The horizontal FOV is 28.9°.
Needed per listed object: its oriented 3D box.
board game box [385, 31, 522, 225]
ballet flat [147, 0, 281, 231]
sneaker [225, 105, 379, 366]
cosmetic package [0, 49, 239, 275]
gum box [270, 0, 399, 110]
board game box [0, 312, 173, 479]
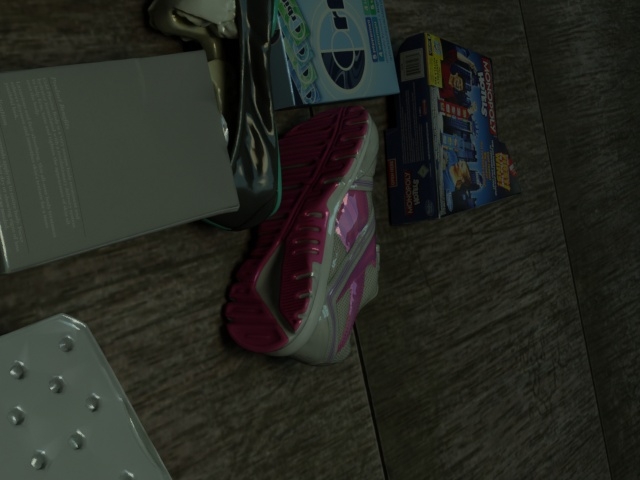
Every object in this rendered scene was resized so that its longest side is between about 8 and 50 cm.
[{"bbox_3d":[0.144,-0.105,1.332,0.194,0.060,0.194,9,76,-55],"label":"board game box"},{"bbox_3d":[-0.083,-0.148,0.998,0.096,0.095,0.280,-1,84,-43],"label":"ballet flat"},{"bbox_3d":[0.000,0.000,1.084,0.111,0.103,0.252,44,56,-46],"label":"sneaker"},{"bbox_3d":[-0.170,-0.054,0.845,0.238,0.107,0.127,-17,97,-57],"label":"cosmetic package"},{"bbox_3d":[-0.001,-0.205,1.164,0.184,0.041,0.157,-15,96,-54],"label":"gum box"},{"bbox_3d":[-0.193,0.270,0.655,0.390,0.050,0.390,-23,82,-49],"label":"board game box"}]
